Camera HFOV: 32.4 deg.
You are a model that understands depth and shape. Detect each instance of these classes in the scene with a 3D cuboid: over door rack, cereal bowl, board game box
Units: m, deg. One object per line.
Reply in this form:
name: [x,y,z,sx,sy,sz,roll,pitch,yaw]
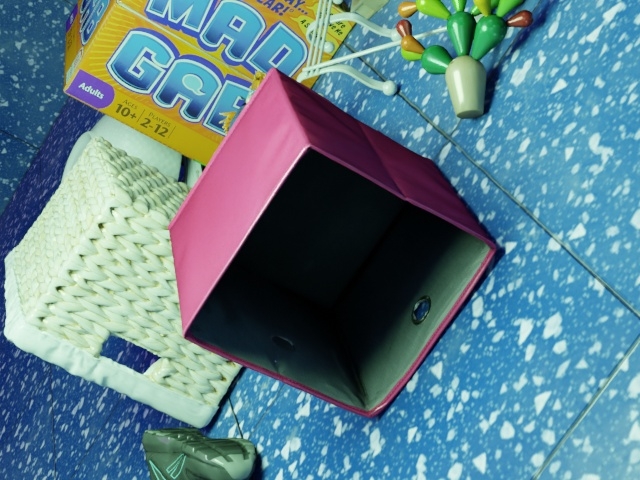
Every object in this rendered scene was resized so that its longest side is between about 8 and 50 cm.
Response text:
over door rack: [0.120,-0.339,1.579,0.324,0.108,0.239,-22,45,36]
cereal bowl: [-0.396,-0.107,2.073,0.339,0.141,0.339,-35,47,48]
board game box: [-0.211,-0.387,1.950,0.356,0.356,0.356,-54,26,18]

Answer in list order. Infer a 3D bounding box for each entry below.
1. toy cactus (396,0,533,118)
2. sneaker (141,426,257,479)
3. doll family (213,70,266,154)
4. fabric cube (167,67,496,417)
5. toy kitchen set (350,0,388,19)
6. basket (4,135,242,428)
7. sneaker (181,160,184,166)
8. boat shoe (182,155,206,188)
toy cactus: [0.180,-0.238,1.363,0.219,0.112,0.180,-15,73,42]
sneaker: [-0.162,0.316,1.495,0.267,0.101,0.106,-6,82,61]
doll family: [-0.116,-0.179,1.753,0.163,0.118,0.263,-63,-3,-20]
fabric cube: [0.000,0.000,1.267,0.254,0.259,0.258,-56,23,16]
toy kitchen set: [0.075,-0.415,1.764,0.083,0.068,0.075,-37,35,44]
basket: [-0.268,0.055,1.656,0.266,0.328,0.331,-57,25,9]
sneaker: [-0.251,-0.206,2.196,0.064,0.086,0.192,-15,17,24]
boat shoe: [-0.212,-0.144,2.065,0.076,0.083,0.226,-27,52,34]
